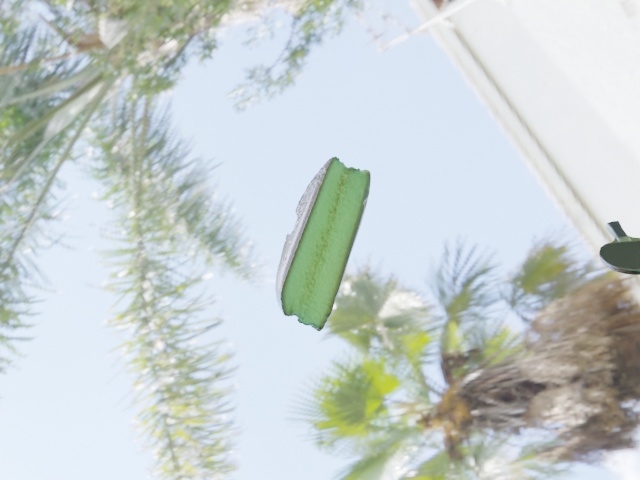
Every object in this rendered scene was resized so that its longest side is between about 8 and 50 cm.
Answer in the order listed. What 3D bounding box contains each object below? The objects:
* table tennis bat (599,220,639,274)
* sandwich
[{"bbox_3d":[0.229,0.005,0.797,0.050,0.083,0.007,-7,-66,0],"label":"table tennis bat"},{"bbox_3d":[0.000,0.000,1.547,0.090,0.088,0.245,18,-84,-12],"label":"sandwich"}]
